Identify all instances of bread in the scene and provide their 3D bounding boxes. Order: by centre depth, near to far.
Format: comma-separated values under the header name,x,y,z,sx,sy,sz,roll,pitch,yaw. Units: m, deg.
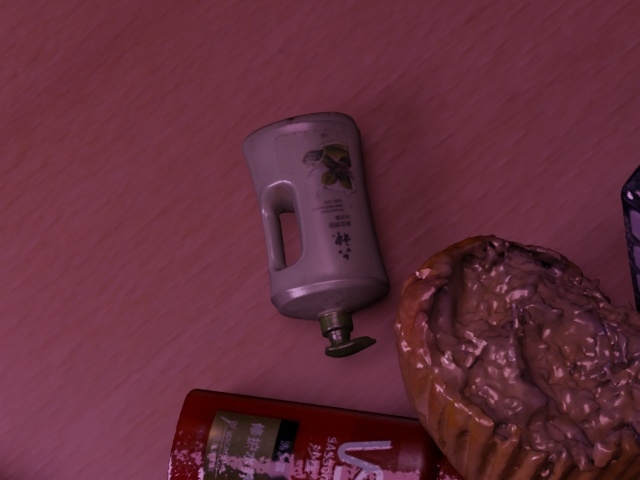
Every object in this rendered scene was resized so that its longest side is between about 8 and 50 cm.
name,x,y,z,sx,sy,sz,roll,pitch,yaw
bread,0.182,0.119,1.378,0.274,0.274,0.149,42,127,21

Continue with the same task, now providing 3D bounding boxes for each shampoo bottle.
name,x,y,z,sx,sy,sz,roll,pitch,yaw
shampoo bottle,0.016,0.212,1.450,0.314,0.076,0.118,7,67,15
shampoo bottle,0.000,0.000,1.516,0.118,0.087,0.234,-13,70,6

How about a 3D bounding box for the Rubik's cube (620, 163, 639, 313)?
name,x,y,z,sx,sy,sz,roll,pitch,yaw
Rubik's cube,0.477,-0.014,1.271,0.337,0.344,0.344,37,84,21
